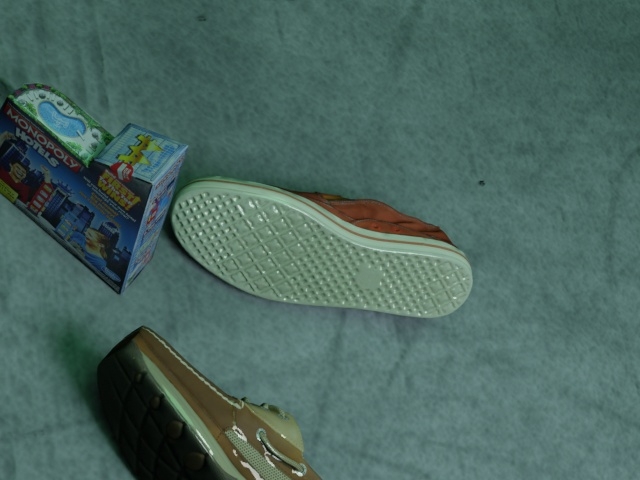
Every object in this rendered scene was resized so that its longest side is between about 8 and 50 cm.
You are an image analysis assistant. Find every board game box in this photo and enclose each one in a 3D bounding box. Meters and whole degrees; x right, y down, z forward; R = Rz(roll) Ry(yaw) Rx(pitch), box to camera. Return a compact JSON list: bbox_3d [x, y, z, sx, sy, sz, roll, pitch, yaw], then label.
[{"bbox_3d":[-0.210,-0.063,1.183,0.194,0.194,0.060,42,54,-7],"label":"board game box"}]

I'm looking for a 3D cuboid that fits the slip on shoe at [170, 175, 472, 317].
[{"bbox_3d":[0.000,0.000,1.342,0.331,0.123,0.101,12,29,-19],"label":"slip on shoe"}]

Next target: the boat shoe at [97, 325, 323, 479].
[{"bbox_3d":[-0.075,0.210,1.190,0.324,0.122,0.120,53,47,-8],"label":"boat shoe"}]
